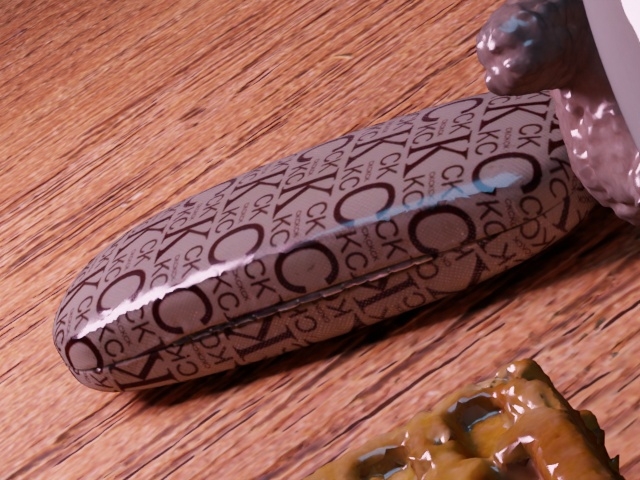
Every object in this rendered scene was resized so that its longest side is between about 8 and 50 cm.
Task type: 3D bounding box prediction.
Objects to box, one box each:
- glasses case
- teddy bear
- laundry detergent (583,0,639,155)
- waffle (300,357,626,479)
[{"bbox_3d":[0.000,0.000,1.096,0.354,0.085,0.137,-20,24,22],"label":"glasses case"},{"bbox_3d":[0.178,-0.139,0.950,0.236,0.267,0.151,-21,14,-15],"label":"teddy bear"},{"bbox_3d":[0.227,-0.032,0.732,0.125,0.264,0.398,-44,38,51],"label":"laundry detergent"},{"bbox_3d":[0.043,0.178,0.682,0.224,0.098,0.328,-26,24,2],"label":"waffle"}]
